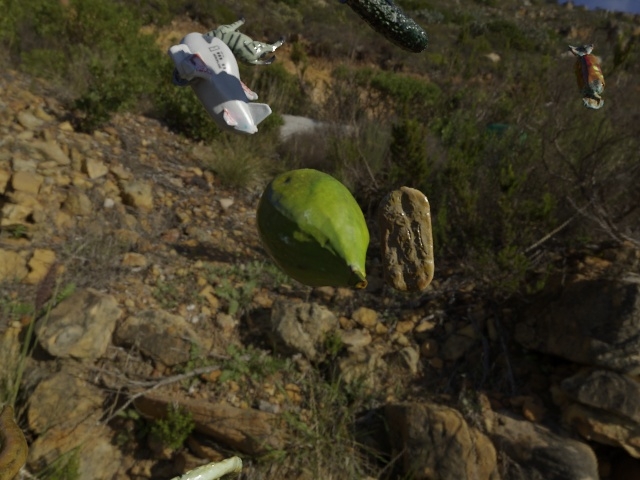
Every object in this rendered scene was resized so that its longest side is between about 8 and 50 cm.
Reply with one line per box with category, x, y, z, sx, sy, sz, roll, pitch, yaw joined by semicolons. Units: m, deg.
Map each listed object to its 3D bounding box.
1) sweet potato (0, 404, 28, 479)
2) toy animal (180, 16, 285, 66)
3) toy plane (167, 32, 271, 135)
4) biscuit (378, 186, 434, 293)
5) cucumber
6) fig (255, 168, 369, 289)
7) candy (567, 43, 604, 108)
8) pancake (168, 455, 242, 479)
sweet potato;-0.658;0.437;1.007;0.069;0.059;0.249;20;13;-32
toy animal;-0.217;-0.482;1.179;0.216;0.176;0.073;27;-33;10
toy plane;-0.207;-0.323;0.982;0.252;0.118;0.252;46;20;-23
biscuit;0.116;0.000;0.648;0.071;0.147;0.018;-3;6;20
cucumber;0.120;-0.404;0.866;0.067;0.067;0.245;15;2;40
fig;-0.017;0.006;0.966;0.233;0.314;0.233;-3;-40;-3
candy;0.579;-0.363;1.027;0.053;0.182;0.046;3;-24;-10
pancake;-0.245;0.427;0.799;0.253;0.253;0.037;16;42;-56
